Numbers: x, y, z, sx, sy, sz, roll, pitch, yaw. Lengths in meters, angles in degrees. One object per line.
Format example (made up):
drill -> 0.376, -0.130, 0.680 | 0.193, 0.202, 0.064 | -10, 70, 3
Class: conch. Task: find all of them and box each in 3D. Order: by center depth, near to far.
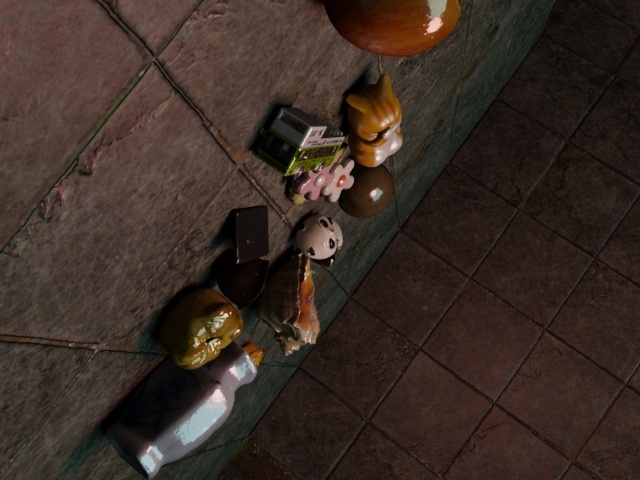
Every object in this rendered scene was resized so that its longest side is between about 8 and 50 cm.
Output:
conch -> -0.118, 0.207, 2.202 | 0.210, 0.352, 0.297 | -9, 174, -1

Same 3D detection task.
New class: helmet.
helmet -> -0.214, 0.096, 1.724 | 0.155, 0.106, 0.175 | -57, -159, 5

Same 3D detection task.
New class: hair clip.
hair clip -> 0.014, -0.173, 1.824 | 0.146, 0.075, 0.257 | -54, 163, 18

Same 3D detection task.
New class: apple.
apple -> 0.155, -0.488, 1.258 | 0.301, 0.301, 0.301 | -50, 166, -17

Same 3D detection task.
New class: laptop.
laptop -> -0.172, -0.016, 1.678 | 0.197, 0.016, 0.135 | -20, 109, -68

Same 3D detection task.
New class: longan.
longan -> 0.147, -0.174, 2.185 | 0.198, 0.198, 0.212 | -49, 150, -22

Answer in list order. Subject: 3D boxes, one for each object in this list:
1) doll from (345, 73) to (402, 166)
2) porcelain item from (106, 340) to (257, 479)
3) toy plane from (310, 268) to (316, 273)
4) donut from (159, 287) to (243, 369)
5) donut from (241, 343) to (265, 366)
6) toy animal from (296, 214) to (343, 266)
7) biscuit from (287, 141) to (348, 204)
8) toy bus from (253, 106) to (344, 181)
doll -> 0.153, -0.328, 1.867 | 0.166, 0.162, 0.269 | -42, 165, -17
porcelain item -> -0.373, 0.446, 1.810 | 0.405, 0.242, 0.178 | -43, 144, -31
toy plane -> -0.053, 0.137, 2.560 | 0.102, 0.040, 0.111 | -33, 159, -31
donut -> -0.309, 0.228, 1.696 | 0.208, 0.128, 0.261 | -43, 165, -13
donut -> -0.285, 0.451, 2.470 | 0.181, 0.078, 0.146 | -35, 156, -39
toy animal -> 0.000, 0.000, 2.158 | 0.138, 0.166, 0.179 | -24, 171, 10
biscuit -> -0.022, -0.183, 1.892 | 0.273, 0.036, 0.187 | -33, 155, -57
toy bus -> -0.038, -0.235, 1.570 | 0.139, 0.113, 0.302 | -59, 168, 19
